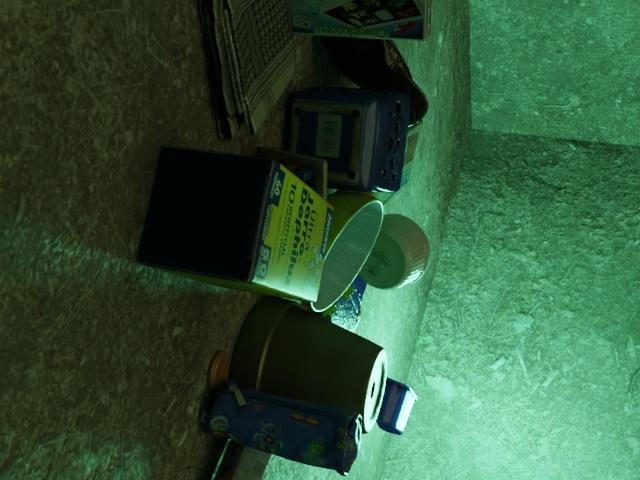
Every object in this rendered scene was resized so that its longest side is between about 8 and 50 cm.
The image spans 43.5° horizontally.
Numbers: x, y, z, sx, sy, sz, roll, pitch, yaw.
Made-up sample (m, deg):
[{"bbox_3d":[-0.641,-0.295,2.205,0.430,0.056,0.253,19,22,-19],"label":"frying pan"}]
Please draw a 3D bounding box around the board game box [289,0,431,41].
[{"bbox_3d":[0.064,-0.495,1.560,0.053,0.306,0.192,-63,156,-52],"label":"board game box"}]

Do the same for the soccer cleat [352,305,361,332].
[{"bbox_3d":[0.071,0.268,2.382,0.076,0.068,0.196,99,10,-60],"label":"soccer cleat"}]

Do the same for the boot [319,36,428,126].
[{"bbox_3d":[0.111,-0.471,1.964,0.377,0.138,0.284,44,17,-24],"label":"boot"}]

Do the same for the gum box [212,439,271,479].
[{"bbox_3d":[-0.165,0.474,1.630,0.107,0.062,0.188,-38,-157,48],"label":"gum box"}]

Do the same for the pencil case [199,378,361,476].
[{"bbox_3d":[-0.072,0.357,1.562,0.119,0.306,0.133,-65,164,-47],"label":"pencil case"}]

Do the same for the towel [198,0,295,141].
[{"bbox_3d":[-0.118,-0.376,1.462,0.324,0.056,0.312,-60,153,-48],"label":"towel"}]

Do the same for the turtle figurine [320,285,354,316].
[{"bbox_3d":[-0.009,0.086,1.980,0.269,0.087,0.217,-54,135,-32],"label":"turtle figurine"}]

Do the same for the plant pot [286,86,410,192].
[{"bbox_3d":[0.051,-0.225,1.792,0.212,0.236,0.235,-18,116,-65],"label":"plant pot"}]

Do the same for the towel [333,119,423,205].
[{"bbox_3d":[0.143,-0.142,2.134,0.370,0.040,0.271,-44,158,-29],"label":"towel"}]

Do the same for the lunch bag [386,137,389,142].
[{"bbox_3d":[0.132,-0.247,2.234,0.279,0.108,0.224,48,54,-68],"label":"lunch bag"}]

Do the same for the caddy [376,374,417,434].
[{"bbox_3d":[0.169,0.478,2.491,0.341,0.241,0.179,58,49,-65],"label":"caddy"}]

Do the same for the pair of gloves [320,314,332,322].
[{"bbox_3d":[-0.016,0.277,1.987,0.198,0.023,0.159,-36,-133,50],"label":"pair of gloves"}]

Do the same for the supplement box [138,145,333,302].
[{"bbox_3d":[-0.127,-0.015,1.377,0.356,0.195,0.194,30,69,-72],"label":"supplement box"}]

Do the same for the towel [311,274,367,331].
[{"bbox_3d":[0.047,0.157,2.239,0.227,0.076,0.308,66,37,-49],"label":"towel"}]

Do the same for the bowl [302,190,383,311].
[{"bbox_3d":[0.000,0.000,1.792,0.289,0.156,0.289,-50,159,-28],"label":"bowl"}]

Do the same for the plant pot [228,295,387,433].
[{"bbox_3d":[-0.012,0.303,1.764,0.323,0.281,0.323,10,90,-74],"label":"plant pot"}]

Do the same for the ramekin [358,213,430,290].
[{"bbox_3d":[0.185,0.038,2.187,0.109,0.207,0.207,-28,126,-53],"label":"ramekin"}]

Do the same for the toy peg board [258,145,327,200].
[{"bbox_3d":[-0.075,-0.089,1.592,0.079,0.161,0.161,-31,129,-48],"label":"toy peg board"}]

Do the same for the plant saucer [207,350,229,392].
[{"bbox_3d":[-0.200,0.260,1.585,0.083,0.013,0.083,9,90,-72],"label":"plant saucer"}]
